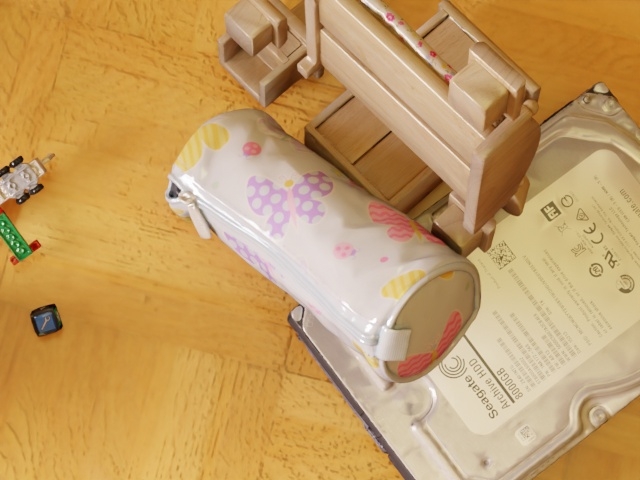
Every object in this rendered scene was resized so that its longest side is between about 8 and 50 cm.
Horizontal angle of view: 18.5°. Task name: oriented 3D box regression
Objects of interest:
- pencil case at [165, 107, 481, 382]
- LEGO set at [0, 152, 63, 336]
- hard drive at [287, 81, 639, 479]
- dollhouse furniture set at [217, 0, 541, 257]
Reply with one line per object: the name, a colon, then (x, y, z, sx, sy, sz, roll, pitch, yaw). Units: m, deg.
pencil case: (0.000, 0.000, 1.562, 0.273, 0.124, 0.113, 36, 113, 31)
LEGO set: (-0.324, 0.002, 1.631, 0.244, 0.060, 0.182, 12, 99, -3)
hard drive: (0.173, 0.056, 1.654, 0.339, 0.064, 0.237, -36, 85, -8)
dollhouse furniture set: (0.072, -0.172, 1.507, 0.174, 0.355, 0.303, -41, 74, -15)
